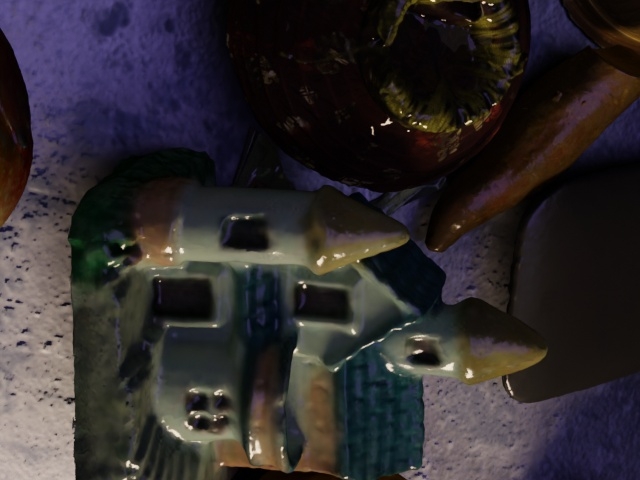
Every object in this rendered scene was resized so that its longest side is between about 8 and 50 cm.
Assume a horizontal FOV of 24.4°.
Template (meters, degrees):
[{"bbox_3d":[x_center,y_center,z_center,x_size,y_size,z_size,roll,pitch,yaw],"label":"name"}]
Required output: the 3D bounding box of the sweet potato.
[{"bbox_3d":[0.176,-0.082,1.260,0.243,0.077,0.077,-41,115,8],"label":"sweet potato"}]

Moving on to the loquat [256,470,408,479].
[{"bbox_3d":[0.008,0.277,1.202,0.208,0.208,0.208,-6,105,-21],"label":"loquat"}]

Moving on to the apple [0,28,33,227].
[{"bbox_3d":[-0.296,-0.087,1.011,0.207,0.173,0.188,-7,109,-37],"label":"apple"}]

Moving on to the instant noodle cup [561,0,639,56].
[{"bbox_3d":[0.325,-0.281,1.259,0.274,0.090,0.274,-5,104,-21],"label":"instant noodle cup"}]

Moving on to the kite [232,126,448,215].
[{"bbox_3d":[-0.001,0.000,1.237,0.250,0.012,0.229,-31,114,-14],"label":"kite"}]

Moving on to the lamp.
[{"bbox_3d":[0.049,-0.153,1.102,0.247,0.247,0.247,-6,105,-21],"label":"lamp"}]

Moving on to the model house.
[{"bbox_3d":[0.001,0.078,1.080,0.324,0.194,0.267,3,104,10],"label":"model house"}]

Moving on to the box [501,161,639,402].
[{"bbox_3d":[0.245,0.034,1.314,0.201,0.042,0.213,-10,115,-28],"label":"box"}]
